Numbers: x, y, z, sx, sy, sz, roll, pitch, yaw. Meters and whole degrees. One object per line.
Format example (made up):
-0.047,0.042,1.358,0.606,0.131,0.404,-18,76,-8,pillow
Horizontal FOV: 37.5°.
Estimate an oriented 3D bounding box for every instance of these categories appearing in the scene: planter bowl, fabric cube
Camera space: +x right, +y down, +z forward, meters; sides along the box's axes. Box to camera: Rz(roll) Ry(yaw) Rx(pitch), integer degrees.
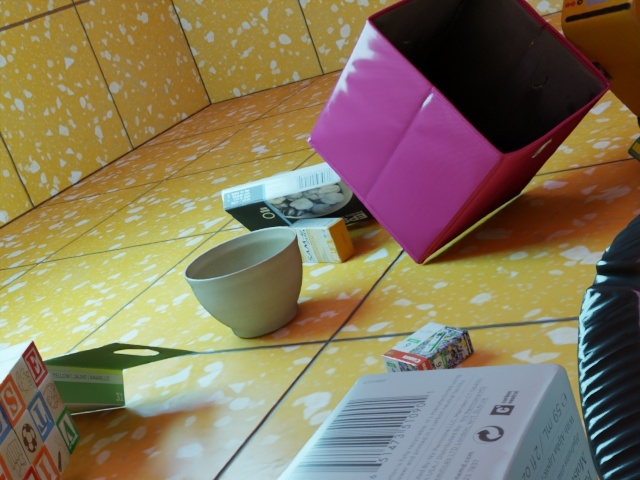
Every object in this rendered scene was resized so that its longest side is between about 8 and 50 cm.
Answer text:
-0.092,0.064,1.284,0.162,0.109,0.162,-17,17,6,planter bowl
0.182,-0.172,1.300,0.254,0.259,0.258,-33,-16,-35,fabric cube

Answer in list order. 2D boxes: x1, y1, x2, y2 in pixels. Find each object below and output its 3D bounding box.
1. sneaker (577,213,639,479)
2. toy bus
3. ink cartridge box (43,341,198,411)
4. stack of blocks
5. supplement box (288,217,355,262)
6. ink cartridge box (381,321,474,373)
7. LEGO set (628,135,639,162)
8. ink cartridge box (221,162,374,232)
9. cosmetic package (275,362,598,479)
0.238,0.208,0.404,0.169,0.257,0.448,-26,42,49,sneaker
0.468,-0.267,1.347,0.108,0.130,0.332,-5,-22,42,toy bus
-0.287,0.171,1.129,0.235,0.056,0.171,-12,-14,24,ink cartridge box
-0.323,0.238,0.908,0.087,0.171,0.297,-18,17,6,stack of blocks
0.000,0.000,1.456,0.098,0.062,0.036,-1,27,48,supplement box
0.101,0.130,1.008,0.115,0.029,0.062,-29,20,-29,ink cartridge box
0.564,-0.163,1.171,0.331,0.192,0.255,-32,-21,-42,LEGO set
-0.019,-0.048,1.522,0.206,0.045,0.208,-14,-26,22,ink cartridge box
0.083,0.194,0.576,0.151,0.184,0.151,-9,20,34,cosmetic package
